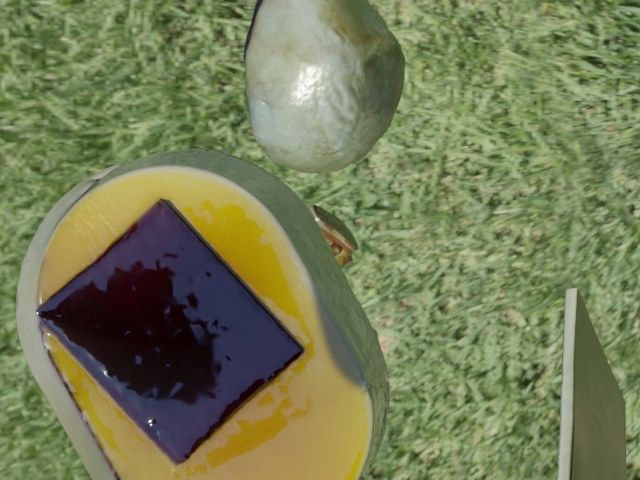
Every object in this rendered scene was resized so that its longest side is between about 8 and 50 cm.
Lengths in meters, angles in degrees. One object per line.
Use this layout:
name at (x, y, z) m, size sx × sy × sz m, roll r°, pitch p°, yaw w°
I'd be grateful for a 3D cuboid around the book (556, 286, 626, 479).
book at (0.315, 0.235, 1.320) m, size 0.021 × 0.310 × 0.217 m, roll -13°, pitch 127°, yaw 24°

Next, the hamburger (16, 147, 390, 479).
hamburger at (-0.080, 0.078, 0.810) m, size 0.227 × 0.151 × 0.295 m, roll -27°, pitch 94°, yaw -6°

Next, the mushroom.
mushroom at (0.013, -0.227, 1.510) m, size 0.164 × 0.189 × 0.267 m, roll 12°, pitch 77°, yaw 36°

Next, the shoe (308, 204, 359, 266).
shoe at (-0.002, -0.003, 1.474) m, size 0.069 × 0.109 × 0.072 m, roll -34°, pitch 67°, yaw 12°
